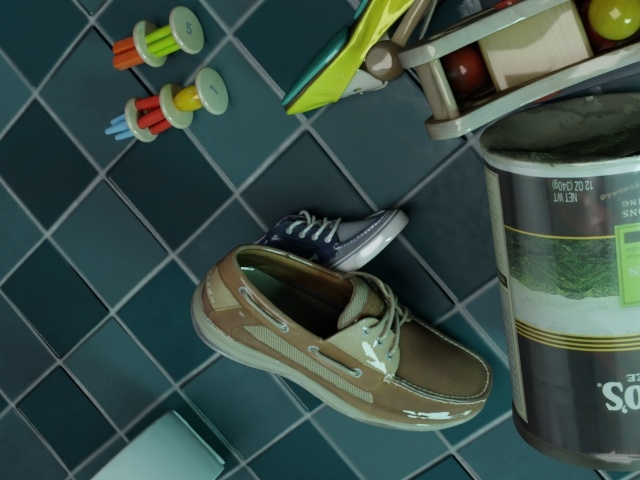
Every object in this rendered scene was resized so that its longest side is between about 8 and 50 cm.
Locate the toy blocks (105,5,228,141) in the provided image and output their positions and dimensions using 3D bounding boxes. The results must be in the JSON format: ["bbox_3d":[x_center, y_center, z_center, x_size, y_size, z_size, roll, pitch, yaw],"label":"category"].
[{"bbox_3d":[-0.187,-0.173,1.116,0.148,0.054,0.123,-16,102,29],"label":"toy blocks"}]

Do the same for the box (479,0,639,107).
[{"bbox_3d":[0.254,-0.234,0.890,0.232,0.059,0.183,-15,102,28],"label":"box"}]

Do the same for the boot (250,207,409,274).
[{"bbox_3d":[0.000,0.000,1.086,0.190,0.069,0.086,-35,98,31],"label":"boot"}]

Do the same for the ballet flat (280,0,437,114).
[{"bbox_3d":[0.050,-0.194,0.994,0.077,0.077,0.231,34,119,-9],"label":"ballet flat"}]

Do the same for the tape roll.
[{"bbox_3d":[-0.245,0.331,1.201,0.100,0.286,0.286,44,120,4],"label":"tape roll"}]

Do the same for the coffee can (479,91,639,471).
[{"bbox_3d":[0.254,0.029,0.896,0.201,0.201,0.276,-1,112,25],"label":"coffee can"}]

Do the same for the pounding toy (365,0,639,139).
[{"bbox_3d":[0.139,-0.183,0.836,0.269,0.154,0.155,-17,103,28],"label":"pounding toy"}]

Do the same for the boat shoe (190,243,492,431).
[{"bbox_3d":[0.032,0.096,1.031,0.324,0.123,0.116,19,137,-10],"label":"boat shoe"}]
